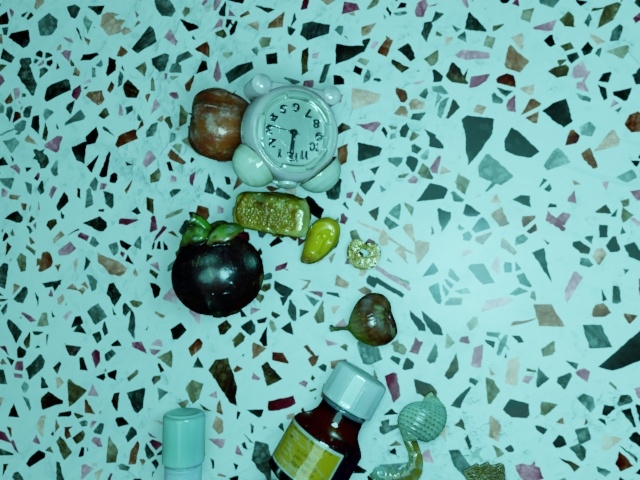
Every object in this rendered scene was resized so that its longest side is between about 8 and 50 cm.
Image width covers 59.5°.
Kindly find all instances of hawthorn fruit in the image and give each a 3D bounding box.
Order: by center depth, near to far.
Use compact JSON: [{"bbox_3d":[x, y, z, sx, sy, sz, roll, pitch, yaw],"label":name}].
[{"bbox_3d":[-0.294,-0.371,1.826,0.272,0.242,0.242,7,89,-15],"label":"hawthorn fruit"}]

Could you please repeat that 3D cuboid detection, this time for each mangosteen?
[{"bbox_3d":[-0.326,0.091,1.754,0.311,0.311,0.311,-1,87,16],"label":"mangosteen"}]

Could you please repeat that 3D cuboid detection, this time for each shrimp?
[{"bbox_3d":[0.230,0.667,1.699,0.161,0.049,0.166,2,87,13],"label":"shrimp"}]

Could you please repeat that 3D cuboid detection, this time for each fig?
[{"bbox_3d":[0.140,0.253,1.718,0.143,0.231,0.160,-17,82,-29],"label":"fig"}]

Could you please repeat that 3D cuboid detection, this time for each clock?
[{"bbox_3d":[-0.097,-0.316,1.722,0.342,0.184,0.325,3,86,-16],"label":"clock"}]

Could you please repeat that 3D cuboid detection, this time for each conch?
[{"bbox_3d":[0.304,0.538,1.659,0.135,0.102,0.153,44,99,-1],"label":"conch"}]

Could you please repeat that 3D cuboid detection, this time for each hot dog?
[{"bbox_3d":[-0.140,-0.081,1.784,0.257,0.153,0.150,10,94,18],"label":"hot dog"}]

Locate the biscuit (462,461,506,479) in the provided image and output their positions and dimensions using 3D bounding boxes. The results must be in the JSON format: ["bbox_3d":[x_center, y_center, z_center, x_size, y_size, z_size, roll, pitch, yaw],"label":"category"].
[{"bbox_3d":[0.482,0.695,1.638,0.130,0.019,0.119,15,92,16],"label":"biscuit"}]

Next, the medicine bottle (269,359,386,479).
[{"bbox_3d":[0.038,0.566,1.673,0.242,0.242,0.395,32,83,15],"label":"medicine bottle"}]

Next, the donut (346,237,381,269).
[{"bbox_3d":[0.136,0.044,1.755,0.108,0.043,0.097,21,93,15],"label":"donut"}]

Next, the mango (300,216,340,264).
[{"bbox_3d":[0.000,0.000,1.786,0.101,0.066,0.187,33,102,7],"label":"mango"}]

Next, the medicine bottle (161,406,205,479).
[{"bbox_3d":[-0.451,0.677,1.844,0.139,0.139,0.225,0,87,16],"label":"medicine bottle"}]
